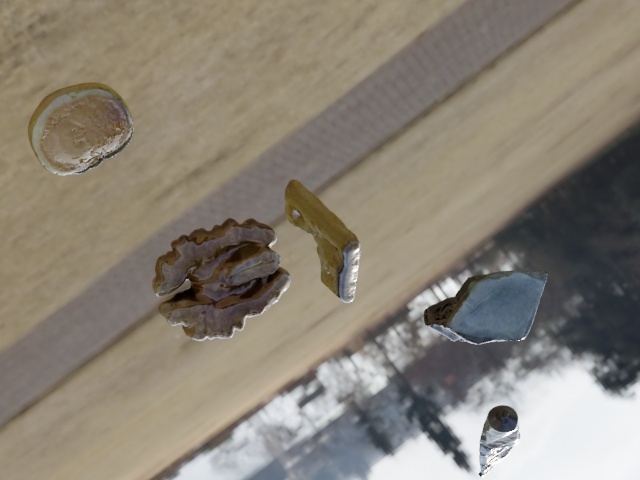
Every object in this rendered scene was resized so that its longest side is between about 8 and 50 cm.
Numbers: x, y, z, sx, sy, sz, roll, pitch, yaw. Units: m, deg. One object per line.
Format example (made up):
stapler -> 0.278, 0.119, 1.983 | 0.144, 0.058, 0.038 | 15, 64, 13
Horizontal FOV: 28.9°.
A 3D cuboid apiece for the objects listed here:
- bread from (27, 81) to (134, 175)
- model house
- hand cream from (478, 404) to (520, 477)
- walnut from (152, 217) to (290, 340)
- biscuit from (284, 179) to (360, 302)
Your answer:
bread -> -0.242, -0.112, 1.251 | 0.110, 0.024, 0.110 | -18, 133, -21
model house -> 0.226, 0.095, 1.817 | 0.165, 0.106, 0.152 | 1, 179, -21
hand cream -> 0.305, 0.341, 2.139 | 0.075, 0.052, 0.248 | -23, 155, -8
walnut -> -0.127, 0.046, 1.537 | 0.170, 0.143, 0.069 | -19, -163, -15
biscuit -> 0.000, 0.000, 2.085 | 0.039, 0.183, 0.174 | -33, 154, -23
